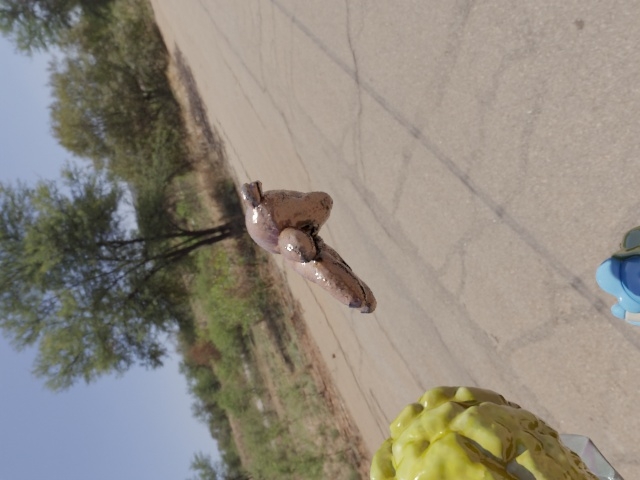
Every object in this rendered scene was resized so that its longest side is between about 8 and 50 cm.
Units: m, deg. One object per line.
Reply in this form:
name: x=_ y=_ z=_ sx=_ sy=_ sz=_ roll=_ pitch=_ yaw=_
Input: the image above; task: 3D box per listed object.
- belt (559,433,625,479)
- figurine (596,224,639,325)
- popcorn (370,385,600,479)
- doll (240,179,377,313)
belt: x=0.341 y=0.391 z=0.655 sx=0.217 sy=0.122 sz=0.338 roll=62 pitch=178 yaw=35
figurine: x=0.617 y=0.096 z=0.865 sx=0.180 sy=0.154 sz=0.261 roll=-15 pitch=69 yaw=57
popcorn: x=0.155 y=0.234 z=0.432 sx=0.203 sy=0.226 sz=0.200 roll=12 pitch=-90 yaw=-84
doll: x=0.000 y=0.000 z=0.867 sx=0.303 sy=0.156 sz=0.201 roll=38 pitch=174 yaw=24
